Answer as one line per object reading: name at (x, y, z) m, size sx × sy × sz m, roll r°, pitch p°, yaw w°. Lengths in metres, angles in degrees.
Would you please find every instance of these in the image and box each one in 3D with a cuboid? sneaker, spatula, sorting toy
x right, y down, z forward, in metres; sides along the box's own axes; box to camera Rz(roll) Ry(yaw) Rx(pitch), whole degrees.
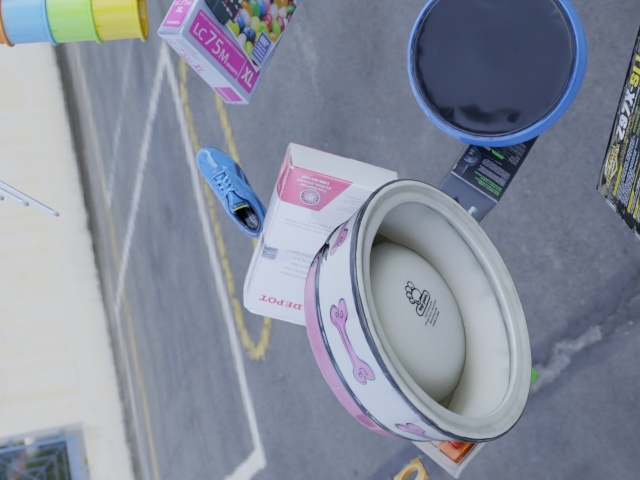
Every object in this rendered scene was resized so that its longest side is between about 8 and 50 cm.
sneaker at (-0.168, -0.096, 1.741) m, size 0.209 × 0.069 × 0.082 m, roll 54°, pitch -175°, yaw 2°
spatula at (-0.517, -0.093, 1.351) m, size 0.242 × 0.168 × 0.019 m, roll 27°, pitch 91°, yaw 23°
sorting toy at (0.254, 0.322, 1.646) m, size 0.047 × 0.347 × 0.196 m, roll 45°, pitch 172°, yaw -18°

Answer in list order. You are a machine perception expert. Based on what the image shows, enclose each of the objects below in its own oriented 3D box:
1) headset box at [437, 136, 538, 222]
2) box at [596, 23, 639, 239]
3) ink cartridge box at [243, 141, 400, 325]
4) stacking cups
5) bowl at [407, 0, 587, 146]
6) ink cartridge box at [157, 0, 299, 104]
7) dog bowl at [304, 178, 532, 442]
headset box at (0.379, -0.157, 2.193) m, size 0.131 × 0.283 × 0.246 m, roll 34°, pitch 154°, yaw 2°
box at (0.452, -0.161, 1.132) m, size 0.257 × 0.079 × 0.322 m, roll -90°, pitch 7°, yaw -67°
ink cartridge box at (0.000, 0.000, 1.578) m, size 0.117 × 0.207 × 0.283 m, roll -97°, pitch 24°, yaw -62°
stacking cups at (-0.404, -0.308, 1.268) m, size 0.096 × 0.316 × 0.096 m, roll 173°, pitch 90°, yaw -87°
bowl at (0.376, -0.398, 1.980) m, size 0.077 × 0.391 × 0.391 m, roll -23°, pitch -70°, yaw -71°
ink cartridge box at (-0.118, -0.394, 1.431) m, size 0.065 × 0.186 × 0.311 m, roll 9°, pitch 68°, yaw 37°
dog bowl at (0.143, 0.121, 1.389) m, size 0.150 × 0.408 × 0.408 m, roll -27°, pitch 69°, yaw 39°
